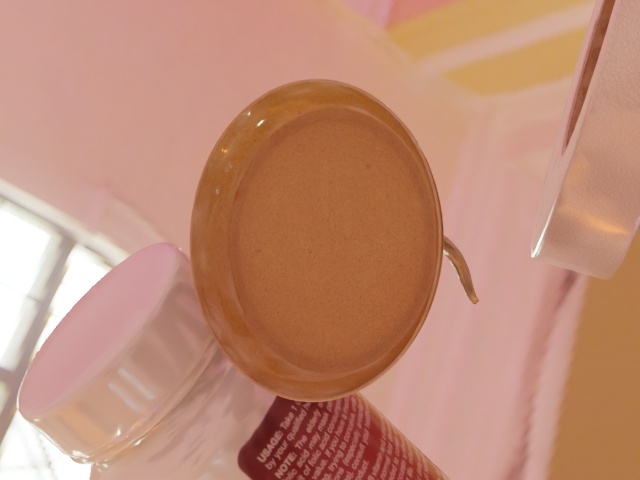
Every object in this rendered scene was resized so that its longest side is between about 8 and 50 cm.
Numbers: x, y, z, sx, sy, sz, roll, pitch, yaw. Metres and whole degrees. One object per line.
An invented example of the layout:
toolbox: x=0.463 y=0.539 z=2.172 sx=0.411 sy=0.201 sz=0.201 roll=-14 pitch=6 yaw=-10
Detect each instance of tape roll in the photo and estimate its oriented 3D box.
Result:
tape roll: x=0.257 y=-0.158 z=1.556 sx=0.392 sy=0.072 sz=0.392 roll=16 pitch=90 yaw=-86

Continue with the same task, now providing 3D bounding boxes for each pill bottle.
pill bottle: x=-0.053 y=0.198 z=1.610 sx=0.224 sy=0.392 sz=0.224 roll=-38 pitch=-158 yaw=18

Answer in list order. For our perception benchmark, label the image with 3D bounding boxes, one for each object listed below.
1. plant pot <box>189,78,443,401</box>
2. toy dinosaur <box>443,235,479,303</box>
plant pot: x=0.000 y=0.000 z=1.398 sx=0.236 sy=0.032 sz=0.236 roll=-1 pitch=-92 yaw=38
toy dinosaur: x=0.052 y=-0.034 z=1.742 sx=0.064 sy=0.268 sz=0.118 roll=-55 pitch=-178 yaw=-11
